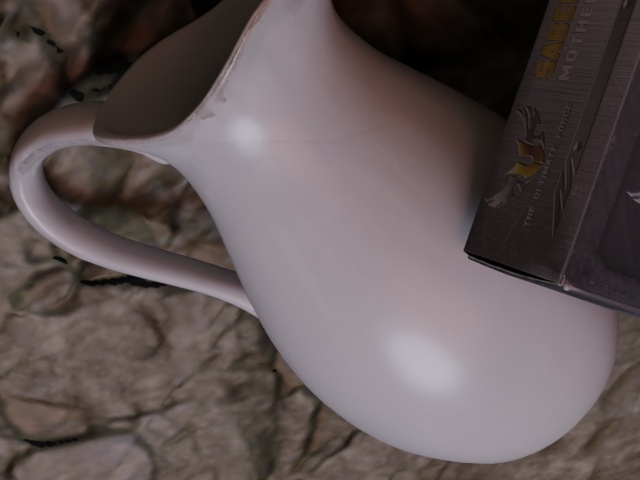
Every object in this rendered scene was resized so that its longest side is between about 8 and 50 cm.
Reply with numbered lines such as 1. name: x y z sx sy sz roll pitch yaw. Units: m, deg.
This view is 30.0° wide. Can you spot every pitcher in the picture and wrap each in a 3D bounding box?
1. pitcher: 0.000 0.000 0.453 0.178 0.125 0.207 -25 123 34

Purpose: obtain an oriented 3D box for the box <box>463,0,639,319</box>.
1. box: 0.168 -0.073 0.394 0.183 0.056 0.231 17 93 -26
